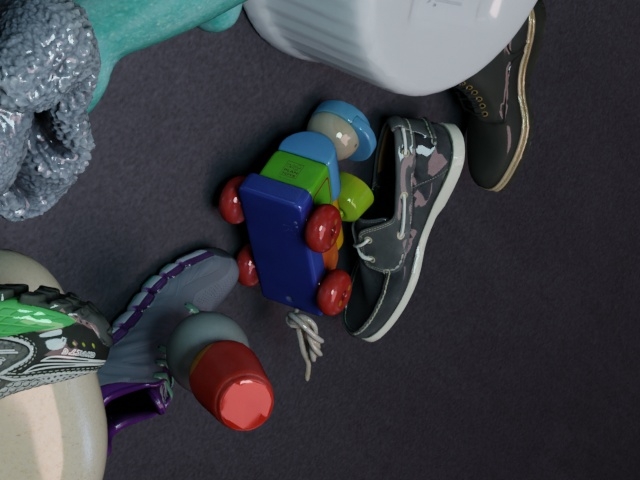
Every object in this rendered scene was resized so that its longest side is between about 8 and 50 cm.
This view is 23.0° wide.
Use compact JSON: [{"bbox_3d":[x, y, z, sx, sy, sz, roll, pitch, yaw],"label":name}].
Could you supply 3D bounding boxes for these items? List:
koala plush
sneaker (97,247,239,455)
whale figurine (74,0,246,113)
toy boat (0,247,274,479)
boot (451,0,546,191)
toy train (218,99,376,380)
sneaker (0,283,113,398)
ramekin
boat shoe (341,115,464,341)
[{"bbox_3d":[-0.269,-0.060,0.960,0.221,0.196,0.203,-38,151,-31],"label":"koala plush"},{"bbox_3d":[-0.134,0.101,1.321,0.223,0.098,0.083,-41,143,-22],"label":"sneaker"},{"bbox_3d":[-0.102,-0.199,1.089,0.272,0.141,0.216,-52,145,-7],"label":"whale figurine"},{"bbox_3d":[-0.195,0.121,1.176,0.318,0.148,0.267,-9,109,-17],"label":"toy boat"},{"bbox_3d":[0.136,-0.140,1.501,0.137,0.077,0.198,-11,111,-41],"label":"boot"},{"bbox_3d":[0.000,0.000,1.424,0.143,0.105,0.248,-56,153,-32],"label":"toy train"},{"bbox_3d":[-0.286,0.122,0.992,0.343,0.146,0.134,-22,175,5],"label":"sneaker"},{"bbox_3d":[0.075,-0.252,1.271,0.277,0.135,0.277,-30,137,-33],"label":"ramekin"},{"bbox_3d":[0.059,-0.011,1.503,0.079,0.084,0.233,6,116,-31],"label":"boat shoe"}]
